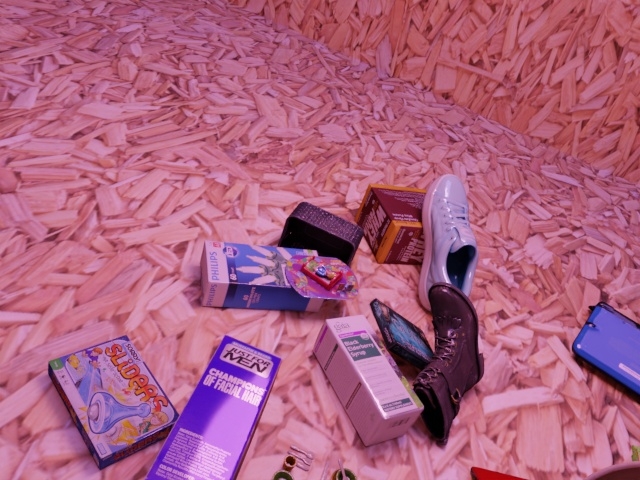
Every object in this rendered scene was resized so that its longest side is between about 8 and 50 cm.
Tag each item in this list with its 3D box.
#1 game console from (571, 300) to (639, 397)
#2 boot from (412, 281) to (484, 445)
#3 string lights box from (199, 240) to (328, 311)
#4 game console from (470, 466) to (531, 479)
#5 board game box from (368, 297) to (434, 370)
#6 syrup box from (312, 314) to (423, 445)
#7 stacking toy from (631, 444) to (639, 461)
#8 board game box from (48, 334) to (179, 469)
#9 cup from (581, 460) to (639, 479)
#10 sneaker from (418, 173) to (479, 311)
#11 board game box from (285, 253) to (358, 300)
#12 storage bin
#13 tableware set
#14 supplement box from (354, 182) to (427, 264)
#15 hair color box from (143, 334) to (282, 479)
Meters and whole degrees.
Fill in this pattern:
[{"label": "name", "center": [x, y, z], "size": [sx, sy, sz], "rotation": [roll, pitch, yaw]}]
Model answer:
[{"label": "game console", "center": [0.806, 0.304, 1.418], "size": [0.293, 0.173, 0.250], "rotation": [35, 64, 21]}, {"label": "boot", "center": [0.244, 0.234, 1.086], "size": [0.229, 0.091, 0.262], "rotation": [-28, 100, -52]}, {"label": "string lights box", "center": [-0.127, 0.080, 1.207], "size": [0.260, 0.076, 0.133], "rotation": [6, 39, -21]}, {"label": "game console", "center": [0.341, 0.477, 0.967], "size": [0.144, 0.085, 0.124], "rotation": [16, 66, -7]}, {"label": "board game box", "center": [0.181, 0.208, 1.159], "size": [0.186, 0.026, 0.126], "rotation": [36, 22, -38]}, {"label": "syrup box", "center": [0.084, 0.260, 1.056], "size": [0.093, 0.096, 0.236], "rotation": [-3, 42, -31]}, {"label": "stacking toy", "center": [0.705, 0.504, 1.044], "size": [0.167, 0.052, 0.221], "rotation": [21, 34, 0]}, {"label": "board game box", "center": [-0.337, 0.255, 0.897], "size": [0.136, 0.035, 0.201], "rotation": [-17, 49, -42]}, {"label": "cup", "center": [0.541, 0.496, 0.828], "size": [0.237, 0.331, 0.331], "rotation": [20, 23, -53]}, {"label": "sneaker", "center": [0.338, -0.005, 1.350], "size": [0.135, 0.150, 0.365], "rotation": [12, 72, -23]}, {"label": "board game box", "center": [0.009, 0.068, 1.198], "size": [0.169, 0.033, 0.133], "rotation": [7, 39, -21]}, {"label": "storage bin", "center": [0.000, 0.000, 1.343], "size": [0.180, 0.122, 0.084], "rotation": [26, 35, 7]}, {"label": "tableware set", "center": [0.002, 0.395, 0.892], "size": [0.154, 0.024, 0.104], "rotation": [26, 35, 6]}, {"label": "supplement box", "center": [0.228, -0.044, 1.516], "size": [0.192, 0.129, 0.194], "rotation": [4, 38, -24]}, {"label": "hair color box", "center": [-0.168, 0.318, 0.768], "size": [0.110, 0.185, 0.338], "rotation": [21, 35, 0]}]
